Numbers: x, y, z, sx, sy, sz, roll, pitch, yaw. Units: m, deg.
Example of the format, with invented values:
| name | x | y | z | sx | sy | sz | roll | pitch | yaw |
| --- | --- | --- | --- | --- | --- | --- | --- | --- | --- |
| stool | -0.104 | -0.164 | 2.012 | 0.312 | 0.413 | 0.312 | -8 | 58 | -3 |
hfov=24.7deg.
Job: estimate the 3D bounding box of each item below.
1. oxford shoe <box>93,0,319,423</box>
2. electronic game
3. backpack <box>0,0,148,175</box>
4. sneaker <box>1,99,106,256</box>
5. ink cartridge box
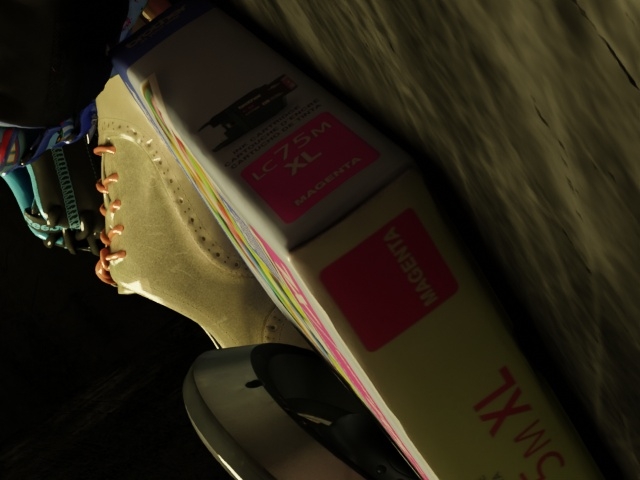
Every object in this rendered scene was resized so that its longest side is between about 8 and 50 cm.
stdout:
| name | x | y | z | sx | sy | sz | roll | pitch | yaw |
| --- | --- | --- | --- | --- | --- | --- | --- | --- | --- |
| oxford shoe | -0.089 | -0.034 | 0.852 | 0.348 | 0.130 | 0.123 | 54 | 176 | -3 |
| electronic game | 0.038 | 0.117 | 0.685 | 0.229 | 0.048 | 0.229 | 29 | -172 | -5 |
| backpack | -0.166 | -0.113 | 0.731 | 0.173 | 0.158 | 0.117 | -52 | -28 | -67 |
| sneaker | -0.150 | -0.023 | 1.130 | 0.341 | 0.139 | 0.125 | 38 | 147 | 6 |
| ink cartridge box | 0.000 | 0.000 | 0.634 | 0.186 | 0.065 | 0.311 | 57 | 177 | -30 |
